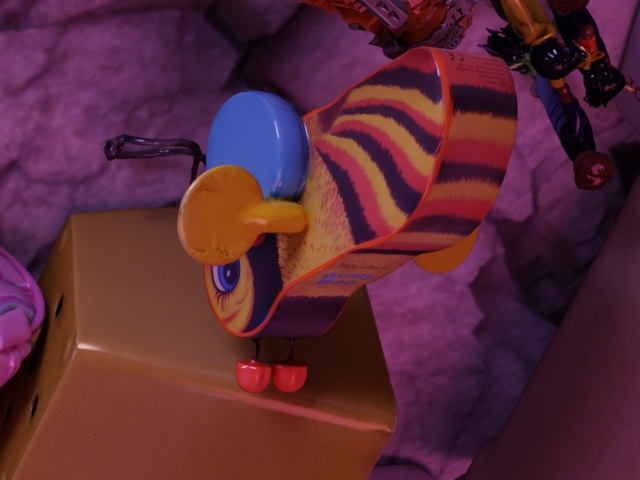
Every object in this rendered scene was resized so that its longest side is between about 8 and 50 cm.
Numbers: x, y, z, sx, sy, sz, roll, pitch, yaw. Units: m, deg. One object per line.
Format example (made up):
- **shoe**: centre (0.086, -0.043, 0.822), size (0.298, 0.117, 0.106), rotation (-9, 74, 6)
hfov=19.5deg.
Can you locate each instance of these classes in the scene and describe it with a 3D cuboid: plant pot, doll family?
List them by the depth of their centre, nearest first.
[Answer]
- **doll family**: centre (0.146, -0.113, 1.138), size (0.076, 0.111, 0.193), rotation (-34, 133, 8)
- **plant pot**: centre (-0.095, 0.099, 1.171), size (0.187, 0.212, 0.212), rotation (17, 121, -20)
- **plant pot**: centre (0.273, 0.123, 1.283), size (0.334, 0.334, 0.305), rotation (5, 115, -25)

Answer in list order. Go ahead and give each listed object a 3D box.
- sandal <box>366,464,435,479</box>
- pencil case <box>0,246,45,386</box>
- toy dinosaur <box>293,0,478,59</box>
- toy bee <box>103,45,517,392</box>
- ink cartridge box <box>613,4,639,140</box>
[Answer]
- **sandal**: centre (-0.022, 0.223, 1.371), size (0.265, 0.102, 0.076), rotation (-1, 166, -39)
- **pencil case**: centre (-0.280, 0.122, 1.156), size (0.124, 0.124, 0.284), rotation (18, 120, -33)
- **toy dinosaur**: centre (-0.036, -0.209, 0.905), size (0.164, 0.218, 0.322), rotation (-27, 137, 0)
- **toy bee**: centre (0.000, 0.000, 1.029), size (0.195, 0.162, 0.298), rotation (-2, 173, -18)
- **ink cartridge box**: centre (0.270, -0.132, 1.144), size (0.087, 0.153, 0.208), rotation (-5, 131, -20)
